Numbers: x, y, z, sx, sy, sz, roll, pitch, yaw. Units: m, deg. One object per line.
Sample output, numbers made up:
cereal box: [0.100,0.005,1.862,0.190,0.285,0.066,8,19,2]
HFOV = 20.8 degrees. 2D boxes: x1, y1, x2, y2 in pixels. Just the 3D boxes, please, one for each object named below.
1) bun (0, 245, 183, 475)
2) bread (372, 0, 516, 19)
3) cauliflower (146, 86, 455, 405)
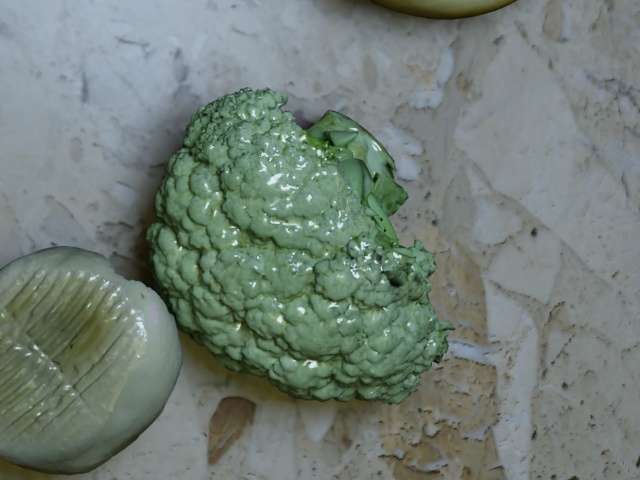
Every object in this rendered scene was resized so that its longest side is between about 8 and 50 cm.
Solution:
bun: [-0.203,0.093,1.435,0.193,0.128,0.178,-43,79,11]
bread: [0.106,-0.350,1.438,0.333,0.160,0.333,-11,113,-28]
cauliflower: [0.000,0.000,1.451,0.272,0.275,0.250,28,55,2]
